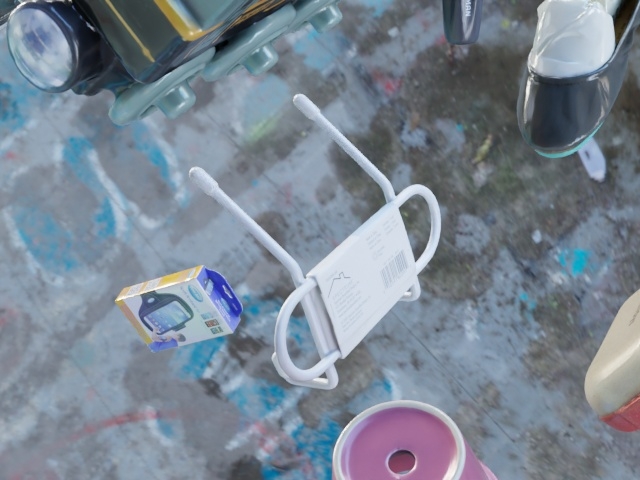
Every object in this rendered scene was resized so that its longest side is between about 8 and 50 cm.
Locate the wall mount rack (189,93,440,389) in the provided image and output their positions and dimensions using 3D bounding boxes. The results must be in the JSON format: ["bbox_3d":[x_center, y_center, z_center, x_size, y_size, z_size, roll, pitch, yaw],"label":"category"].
[{"bbox_3d":[0.000,0.000,1.311,0.130,0.304,0.350,3,33,40],"label":"wall mount rack"}]

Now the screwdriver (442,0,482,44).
[{"bbox_3d":[0.079,-0.185,0.555,0.025,0.024,0.170,11,118,16],"label":"screwdriver"}]

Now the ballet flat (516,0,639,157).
[{"bbox_3d":[0.247,-0.204,0.991,0.095,0.096,0.280,9,53,33],"label":"ballet flat"}]

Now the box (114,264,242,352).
[{"bbox_3d":[-0.154,0.076,1.188,0.136,0.081,0.028,-16,29,32],"label":"box"}]

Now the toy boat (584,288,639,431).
[{"bbox_3d":[0.352,0.104,0.970,0.151,0.231,0.151,42,133,4],"label":"toy boat"}]

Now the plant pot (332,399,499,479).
[{"bbox_3d":[0.091,0.264,1.073,0.201,0.180,0.201,-8,44,8],"label":"plant pot"}]

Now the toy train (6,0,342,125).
[{"bbox_3d":[-0.042,-0.190,0.657,0.190,0.334,0.142,-31,97,43],"label":"toy train"}]

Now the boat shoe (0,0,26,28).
[{"bbox_3d":[-0.476,-0.437,1.704,0.335,0.121,0.119,-39,33,14],"label":"boat shoe"}]
